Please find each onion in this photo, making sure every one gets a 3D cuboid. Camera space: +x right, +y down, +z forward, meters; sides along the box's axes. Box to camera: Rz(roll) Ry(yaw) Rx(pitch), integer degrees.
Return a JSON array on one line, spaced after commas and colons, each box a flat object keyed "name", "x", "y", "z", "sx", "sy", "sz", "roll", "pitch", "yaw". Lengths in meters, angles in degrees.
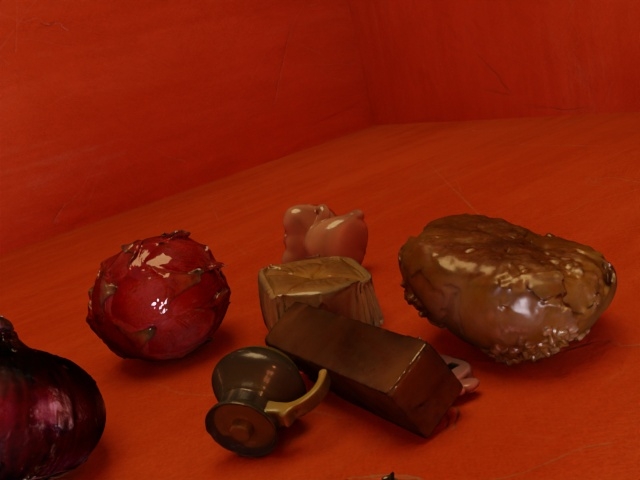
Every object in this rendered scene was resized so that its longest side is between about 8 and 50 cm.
[{"name": "onion", "x": -0.441, "y": 0.219, "z": 0.949, "sx": 0.314, "sy": 0.232, "sz": 0.314, "roll": 1, "pitch": -14, "yaw": 0}]

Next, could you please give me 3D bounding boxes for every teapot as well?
[{"name": "teapot", "x": -0.069, "y": 0.203, "z": 0.923, "sx": 0.166, "sy": 0.130, "sz": 0.119, "roll": -13, "pitch": 29, "yaw": 24}]

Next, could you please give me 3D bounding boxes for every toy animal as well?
[{"name": "toy animal", "x": 0.000, "y": 0.000, "z": 1.506, "sx": 0.171, "sy": 0.171, "sz": 0.198, "roll": -24, "pitch": 21, "yaw": -33}]

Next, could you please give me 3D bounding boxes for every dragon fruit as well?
[{"name": "dragon fruit", "x": -0.284, "y": 0.102, "z": 1.272, "sx": 0.253, "sy": 0.240, "sz": 0.241, "roll": -2, "pitch": 13, "yaw": -13}]

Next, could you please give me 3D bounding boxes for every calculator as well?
[{"name": "calculator", "x": 0.148, "y": 0.187, "z": 0.985, "sx": 0.103, "sy": 0.024, "sz": 0.166, "roll": -22, "pitch": 16, "yaw": -29}]

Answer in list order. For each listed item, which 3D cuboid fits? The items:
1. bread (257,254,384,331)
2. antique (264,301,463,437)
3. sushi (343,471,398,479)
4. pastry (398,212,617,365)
[{"name": "bread", "x": -0.005, "y": 0.106, "z": 1.232, "sx": 0.192, "sy": 0.109, "sz": 0.210, "roll": -11, "pitch": 15, "yaw": -14}, {"name": "antique", "x": 0.043, "y": 0.163, "z": 0.976, "sx": 0.087, "sy": 0.093, "sz": 0.310, "roll": -49, "pitch": 29, "yaw": -20}, {"name": "sushi", "x": 0.079, "y": 0.277, "z": 0.552, "sx": 0.291, "sy": 0.131, "sz": 0.139, "roll": 14, "pitch": 29, "yaw": 43}, {"name": "pastry", "x": 0.262, "y": 0.071, "z": 1.039, "sx": 0.255, "sy": 0.161, "sz": 0.311, "roll": -12, "pitch": 22, "yaw": -36}]
